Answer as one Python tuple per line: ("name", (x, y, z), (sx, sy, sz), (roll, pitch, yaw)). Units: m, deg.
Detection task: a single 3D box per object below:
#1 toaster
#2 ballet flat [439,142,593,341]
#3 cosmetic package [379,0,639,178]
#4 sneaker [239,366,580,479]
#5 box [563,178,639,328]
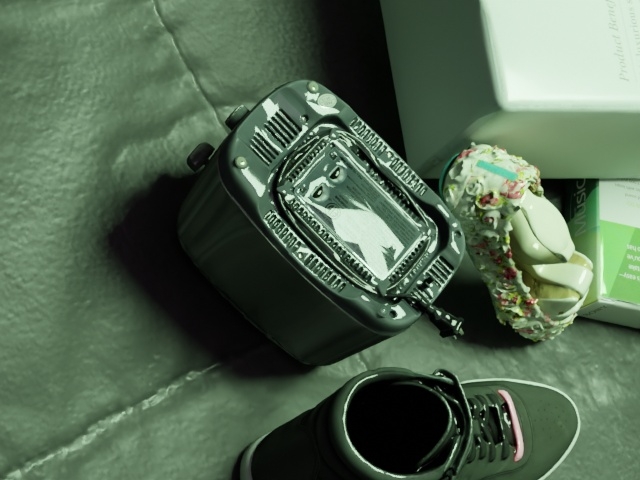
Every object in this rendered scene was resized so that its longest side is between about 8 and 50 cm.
("toaster", (0.000, 0.000, 1.231), (0.227, 0.146, 0.129), (44, 59, -6))
("ballet flat", (0.165, 0.014, 1.282), (0.241, 0.077, 0.091), (48, 63, -49))
("cosmetic package", (0.286, -0.179, 1.371), (0.453, 0.161, 0.230), (0, 71, -25))
("sneaker", (0.101, 0.146, 1.229), (0.296, 0.147, 0.104), (-6, 73, -30))
("box", (0.324, -0.070, 1.478), (0.232, 0.058, 0.322), (13, 65, -23))
